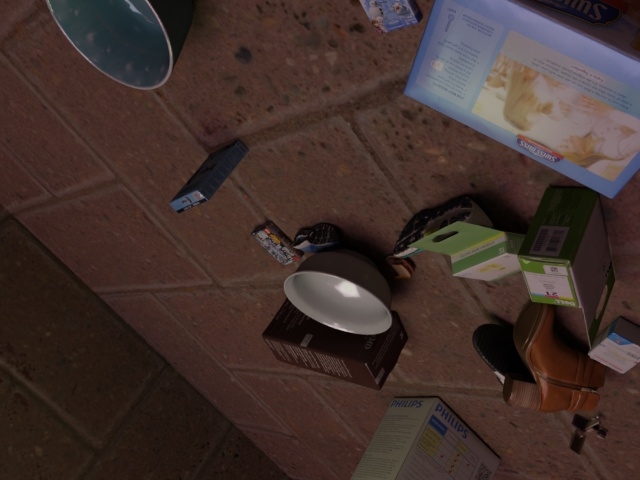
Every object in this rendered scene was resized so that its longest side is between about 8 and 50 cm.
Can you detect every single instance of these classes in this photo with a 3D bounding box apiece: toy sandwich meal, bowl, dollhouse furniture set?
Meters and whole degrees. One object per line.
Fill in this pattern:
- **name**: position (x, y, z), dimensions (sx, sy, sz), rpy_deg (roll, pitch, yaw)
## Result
- **toy sandwich meal**: position (0.197, 0.070, 1.755), dimensions (0.086, 0.029, 0.085), rpy_deg (24, 147, 16)
- **bowl**: position (0.065, 0.115, 1.820), dimensions (0.298, 0.134, 0.297), rpy_deg (18, 151, 11)
- **dollhouse furniture set**: position (0.702, 0.507, 1.807), dimensions (0.091, 0.114, 0.081), rpy_deg (34, 145, 4)
- **bowl**: position (-0.382, -0.479, 1.413), dimensions (0.312, 0.163, 0.311), rpy_deg (25, 148, 17)

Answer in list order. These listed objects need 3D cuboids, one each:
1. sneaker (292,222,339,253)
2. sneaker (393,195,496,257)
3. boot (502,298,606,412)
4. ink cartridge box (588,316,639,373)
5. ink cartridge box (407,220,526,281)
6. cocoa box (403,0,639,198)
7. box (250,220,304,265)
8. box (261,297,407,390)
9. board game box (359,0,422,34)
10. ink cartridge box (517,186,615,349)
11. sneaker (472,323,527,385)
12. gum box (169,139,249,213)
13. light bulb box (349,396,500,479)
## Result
- **sneaker**: position (0.000, 0.000, 1.834), dimensions (0.073, 0.063, 0.162), rpy_deg (31, 158, -32)
- **sneaker**: position (0.262, -0.003, 1.532), dimensions (0.110, 0.107, 0.275), rpy_deg (36, 150, -22)
- **boot**: position (0.556, 0.267, 1.602), dimensions (0.220, 0.283, 0.109), rpy_deg (8, -170, -6)
- **ink cartridge box**: position (0.656, 0.230, 1.525), dimensions (0.089, 0.052, 0.122), rpy_deg (29, 147, 9)
- **ink cartridge box**: position (0.323, 0.026, 1.436), dimensions (0.235, 0.056, 0.171), rpy_deg (8, 158, -29)
- **cocoa box**: position (0.333, -0.269, 0.971), dimensions (0.347, 0.228, 0.231), rpy_deg (29, 149, 9)
- **box**: position (-0.122, 0.010, 1.972), dimensions (0.137, 0.027, 0.094), rpy_deg (45, 146, -16)
- **box**: position (0.037, 0.285, 2.045), dimensions (0.382, 0.191, 0.143), rpy_deg (9, 141, 34)
- **board game box**: position (0.115, -0.402, 1.191), dimensions (0.090, 0.020, 0.090), rpy_deg (-2, 133, 45)
- **ink cartridge box**: position (0.472, 0.055, 1.322), dimensions (0.097, 0.188, 0.255), rpy_deg (6, 139, 37)
- **sneaker**: position (0.490, 0.330, 1.748), dimensions (0.331, 0.122, 0.146), rpy_deg (36, 153, -9)
- **gum box**: position (-0.278, -0.158, 1.735), dimensions (0.041, 0.184, 0.157), rpy_deg (47, 147, -20)
- **light bulb box**: position (0.334, 0.752, 2.246), dimensions (0.358, 0.361, 0.225), rpy_deg (46, 149, -18)
